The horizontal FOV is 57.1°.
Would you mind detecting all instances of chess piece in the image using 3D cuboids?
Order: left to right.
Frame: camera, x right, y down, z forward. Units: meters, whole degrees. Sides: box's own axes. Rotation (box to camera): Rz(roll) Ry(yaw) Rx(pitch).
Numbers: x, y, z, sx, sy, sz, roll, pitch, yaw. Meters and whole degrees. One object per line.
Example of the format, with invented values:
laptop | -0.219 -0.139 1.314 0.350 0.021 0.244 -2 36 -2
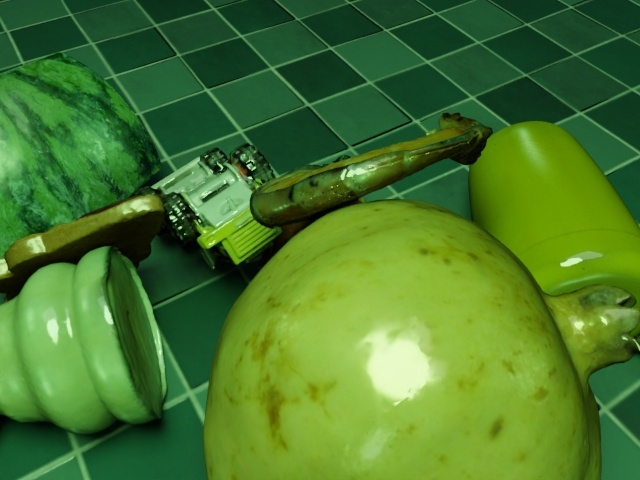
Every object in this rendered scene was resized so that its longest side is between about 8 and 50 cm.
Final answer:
chess piece | -0.335 0.131 0.572 0.330 0.182 0.182 -15 51 -6

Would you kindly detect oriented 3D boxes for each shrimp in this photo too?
shrimp | 0.052 -0.069 0.569 0.222 0.290 0.054 -20 94 10

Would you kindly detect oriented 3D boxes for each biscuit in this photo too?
biscuit | -0.262 0.015 0.632 0.183 0.280 0.043 -8 69 -54

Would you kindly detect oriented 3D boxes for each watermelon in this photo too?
watermelon | -0.363 -0.098 0.751 0.261 0.213 0.201 -38 21 -29

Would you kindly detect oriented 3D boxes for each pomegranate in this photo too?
pomegranate | 0.082 0.121 0.474 0.342 0.342 0.342 0 49 0

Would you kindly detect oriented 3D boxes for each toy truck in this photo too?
toy truck | -0.139 -0.041 0.717 0.136 0.111 0.286 -35 23 -17

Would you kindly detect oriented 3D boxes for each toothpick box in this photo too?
toothpick box | 0.267 -0.016 0.694 0.175 0.175 0.271 -1 46 -1

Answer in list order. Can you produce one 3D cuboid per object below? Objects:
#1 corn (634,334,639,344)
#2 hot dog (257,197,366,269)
corn | 0.462 0.038 0.700 0.291 0.101 0.101 -37 59 -24
hot dog | 0.000 0.000 0.729 0.146 0.103 0.213 -9 33 9
